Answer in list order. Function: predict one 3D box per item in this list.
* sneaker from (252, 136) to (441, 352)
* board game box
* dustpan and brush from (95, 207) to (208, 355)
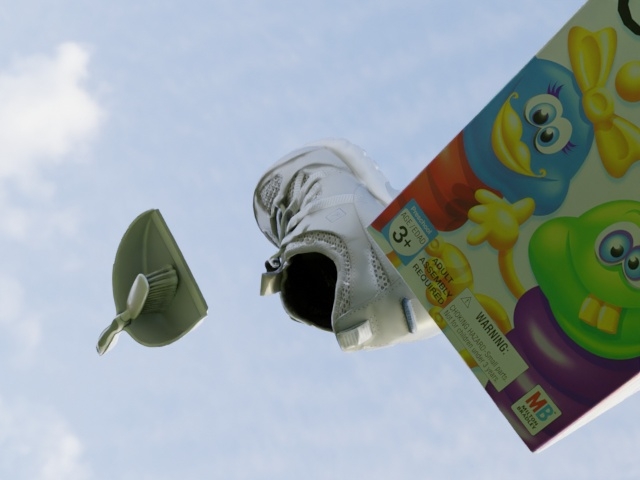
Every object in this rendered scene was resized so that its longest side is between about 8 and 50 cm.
[{"bbox_3d":[0.000,0.000,0.821,0.281,0.115,0.105,27,-44,64],"label":"sneaker"},{"bbox_3d":[0.179,-0.047,0.552,0.275,0.142,0.144,-47,-109,33],"label":"board game box"},{"bbox_3d":[-0.211,0.077,1.365,0.147,0.060,0.211,61,-34,18],"label":"dustpan and brush"}]
